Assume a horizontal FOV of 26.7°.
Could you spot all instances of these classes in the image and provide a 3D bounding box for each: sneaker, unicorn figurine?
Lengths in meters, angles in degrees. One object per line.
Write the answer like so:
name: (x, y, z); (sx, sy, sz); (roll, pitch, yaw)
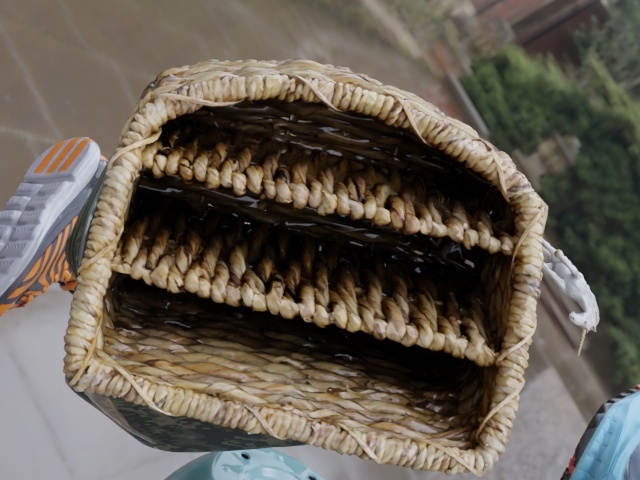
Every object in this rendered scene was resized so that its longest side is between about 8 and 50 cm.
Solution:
sneaker: (-0.317, 0.041, 1.592); (0.321, 0.125, 0.180); (-55, 133, -34)
unicorn figurine: (0.315, 0.051, 1.748); (0.111, 0.060, 0.162); (45, 24, -27)
sneaker: (0.278, 0.152, 0.943); (0.125, 0.104, 0.262); (38, 40, 28)

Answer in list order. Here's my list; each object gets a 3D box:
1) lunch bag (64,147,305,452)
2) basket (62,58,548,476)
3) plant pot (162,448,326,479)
lunch bag: (-0.106, 0.050, 1.290); (0.305, 0.213, 0.256); (60, 29, -65)
basket: (0.000, 0.000, 0.920); (0.299, 0.213, 0.223); (15, 17, -4)
plant pot: (-0.090, 0.364, 1.447); (0.293, 0.235, 0.293); (29, 22, -12)
